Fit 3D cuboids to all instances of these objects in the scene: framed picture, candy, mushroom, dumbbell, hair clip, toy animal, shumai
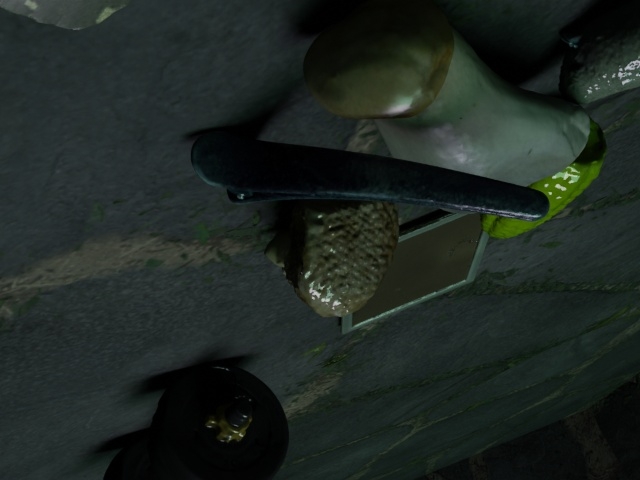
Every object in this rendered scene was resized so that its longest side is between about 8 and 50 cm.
[{"bbox_3d":[0.123,0.035,1.170,0.216,0.016,0.273,-21,156,-10],"label":"framed picture"},{"bbox_3d":[0.231,-0.062,0.981,0.097,0.096,0.209,-16,157,-23],"label":"candy"},{"bbox_3d":[0.111,-0.111,0.734,0.159,0.122,0.329,-45,150,12],"label":"mushroom"},{"bbox_3d":[-0.181,0.311,1.237,0.185,0.185,0.388,-8,150,-36],"label":"dumbbell"},{"bbox_3d":[0.036,-0.042,0.690,0.275,0.048,0.083,9,164,21],"label":"hair clip"},{"bbox_3d":[0.312,-0.205,0.772,0.253,0.079,0.070,-38,155,27],"label":"toy animal"},{"bbox_3d":[0.000,0.004,0.879,0.145,0.145,0.116,-3,-170,-42],"label":"shumai"}]

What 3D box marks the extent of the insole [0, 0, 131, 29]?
[{"bbox_3d":[-0.175,-0.168,0.436,0.081,0.011,0.248,-32,157,13],"label":"insole"}]
